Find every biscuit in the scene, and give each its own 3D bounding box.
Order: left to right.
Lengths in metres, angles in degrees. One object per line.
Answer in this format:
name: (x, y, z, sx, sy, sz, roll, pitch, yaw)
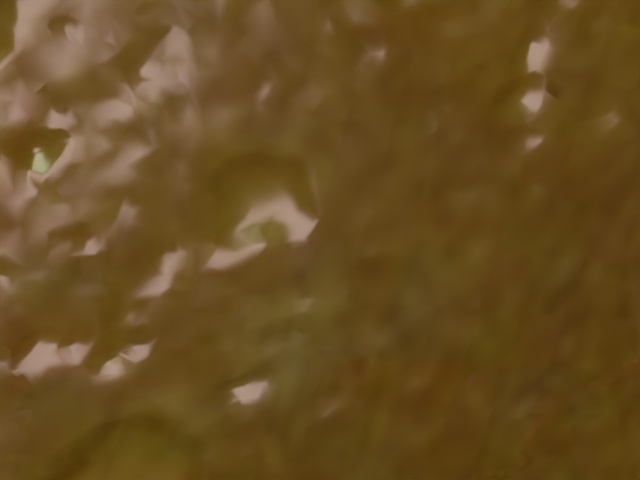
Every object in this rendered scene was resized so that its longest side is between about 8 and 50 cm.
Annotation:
biscuit: (0.000, 0.000, 0.459, 0.351, 0.057, 0.312, -25, 121, -2)
